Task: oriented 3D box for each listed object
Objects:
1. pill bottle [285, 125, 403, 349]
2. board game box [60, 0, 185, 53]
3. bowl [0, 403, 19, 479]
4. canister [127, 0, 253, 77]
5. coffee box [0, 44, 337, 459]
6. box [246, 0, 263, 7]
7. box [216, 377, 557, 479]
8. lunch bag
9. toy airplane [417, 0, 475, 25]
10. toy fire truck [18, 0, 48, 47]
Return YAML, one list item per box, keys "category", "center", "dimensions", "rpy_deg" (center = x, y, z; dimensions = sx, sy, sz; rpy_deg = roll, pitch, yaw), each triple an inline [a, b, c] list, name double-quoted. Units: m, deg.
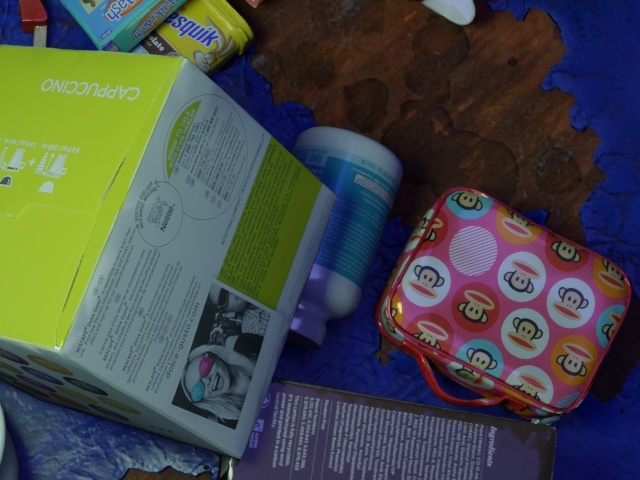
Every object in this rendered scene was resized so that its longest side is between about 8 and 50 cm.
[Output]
- category: "pill bottle"
  center: [0.000, 0.000, 1.862]
  dimensions: [0.146, 0.146, 0.264]
  rpy_deg: [20, 73, -3]
- category: "board game box"
  center: [-0.269, -0.353, 1.902]
  dimensions: [0.160, 0.047, 0.210]
  rpy_deg: [-40, 63, 2]
- category: "bowl"
  center: [-0.456, 0.306, 1.692]
  dimensions: [0.298, 0.134, 0.297]
  rpy_deg: [-17, 44, 17]
- category: "canister"
  center: [-0.191, -0.253, 1.934]
  dimensions: [0.170, 0.073, 0.126]
  rpy_deg: [-43, 85, -14]
- category: "coffee box"
  center: [-0.243, 0.006, 1.660]
  dimensions: [0.338, 0.334, 0.338]
  rpy_deg: [9, 70, 37]
- category: "box"
  center: [-0.129, -0.479, 1.946]
  dimensions: [0.300, 0.142, 0.154]
  rpy_deg: [42, 57, 2]
- category: "box"
  center: [0.073, 0.268, 1.787]
  dimensions: [0.382, 0.191, 0.143]
  rpy_deg: [9, 75, -6]
- category: "lunch bag"
  center: [0.226, 0.098, 1.887]
  dimensions: [0.293, 0.120, 0.258]
  rpy_deg: [30, 74, -1]
- category: "toy airplane"
  center: [0.204, -0.483, 1.948]
  dimensions: [0.386, 0.272, 0.384]
  rpy_deg: [-13, 79, -12]
- category: "toy fire truck"
  center: [-0.407, -0.217, 1.904]
  dimensions: [0.135, 0.047, 0.192]
  rpy_deg: [-11, 79, -13]
